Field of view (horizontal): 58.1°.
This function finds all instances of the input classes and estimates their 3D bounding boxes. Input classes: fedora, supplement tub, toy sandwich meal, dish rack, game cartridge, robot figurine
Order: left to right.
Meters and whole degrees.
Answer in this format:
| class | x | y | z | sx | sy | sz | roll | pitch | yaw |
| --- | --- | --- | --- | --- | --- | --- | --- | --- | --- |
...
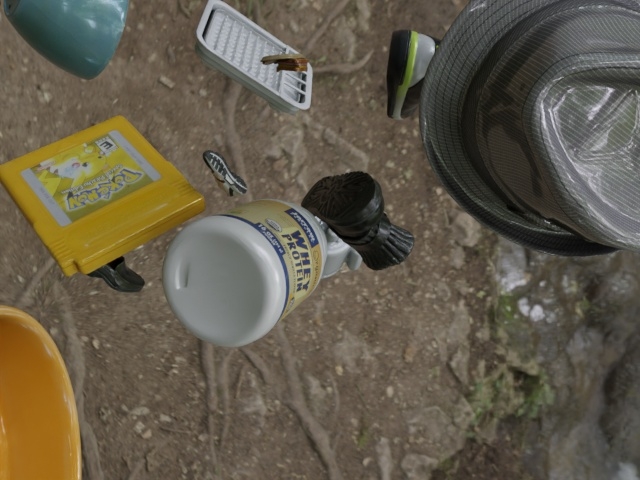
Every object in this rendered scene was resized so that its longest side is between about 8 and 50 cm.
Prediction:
| class | x | y | z | sx | sy | sz | roll | pitch | yaw |
| --- | --- | --- | --- | --- | --- | --- | --- | --- | --- |
| game cartridge | -0.430 | -0.100 | 1.120 | 0.285 | 0.052 | 0.324 | -33 | 57 | -26 |
| dish rack | -0.176 | -0.470 | 1.509 | 0.333 | 0.072 | 0.285 | 29 | 38 | -24 |
| supplement tub | -0.124 | 0.043 | 1.091 | 0.228 | 0.228 | 0.316 | 67 | 22 | -4 |
| toy sandwich meal | -0.060 | -0.298 | 0.974 | 0.086 | 0.085 | 0.029 | -12 | 106 | -27 |
| robot figurine | 0.000 | 0.000 | 1.836 | 0.300 | 0.353 | 0.200 | 31 | 63 | 5 |
| fedora | 0.222 | -0.085 | 0.455 | 0.275 | 0.124 | 0.243 | 35 | 110 | -13 |

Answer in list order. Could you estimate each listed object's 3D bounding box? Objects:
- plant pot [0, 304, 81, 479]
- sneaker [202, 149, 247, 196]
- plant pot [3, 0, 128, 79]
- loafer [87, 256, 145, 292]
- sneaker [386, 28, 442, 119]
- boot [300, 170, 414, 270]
| class | x | y | z | sx | sy | sz | roll | pitch | yaw |
| --- | --- | --- | --- | --- | --- | --- | --- | --- | --- |
| plant pot | -0.249 | 0.141 | 0.283 | 0.188 | 0.205 | 0.205 | -4 | 85 | -3 |
| sneaker | -0.187 | -0.121 | 1.076 | 0.109 | 0.044 | 0.040 | 51 | 39 | -28 |
| plant pot | -0.601 | -0.543 | 1.325 | 0.195 | 0.290 | 0.290 | 10 | 79 | -46 |
| loafer | -0.431 | 0.059 | 1.208 | 0.061 | 0.062 | 0.170 | -39 | 140 | 14 |
| sneaker | 0.140 | -0.210 | 0.769 | 0.097 | 0.235 | 0.084 | 7 | 93 | 8 |
| boot | 0.117 | -0.030 | 1.310 | 0.260 | 0.348 | 0.131 | 42 | 86 | -18 |
